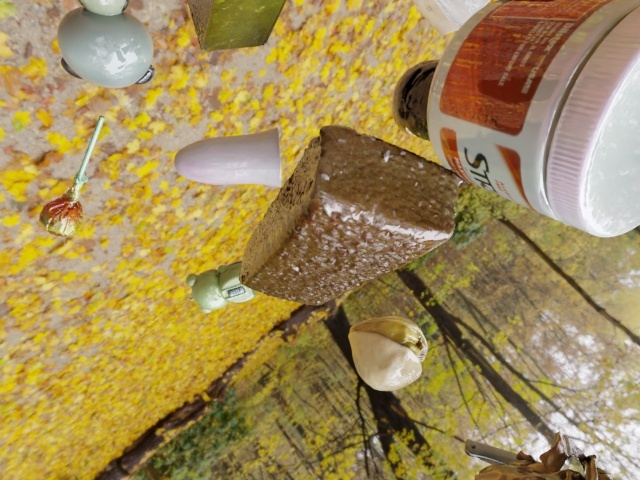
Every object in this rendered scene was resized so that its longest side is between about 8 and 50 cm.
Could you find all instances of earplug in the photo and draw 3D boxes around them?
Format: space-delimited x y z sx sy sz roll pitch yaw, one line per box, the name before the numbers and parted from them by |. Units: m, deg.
earplug | -0.266 -0.229 1.223 0.300 0.173 0.172 -5 161 -7

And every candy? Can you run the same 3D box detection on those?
candy | -0.355 -0.092 0.625 0.201 0.060 0.060 -59 164 15

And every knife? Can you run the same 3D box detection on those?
knife | 0.388 0.465 0.901 0.044 0.162 0.023 -57 147 -42

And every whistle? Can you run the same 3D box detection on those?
whistle | -0.190 0.092 0.948 0.227 0.105 0.085 -19 -152 1

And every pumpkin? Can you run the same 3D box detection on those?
pumpkin | 0.334 -0.338 1.071 0.320 0.320 0.193 -20 124 -61

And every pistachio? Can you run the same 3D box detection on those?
pistachio | 0.114 0.203 0.767 0.201 0.145 0.117 88 24 -65

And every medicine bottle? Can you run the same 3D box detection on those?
medicine bottle | 0.301 -0.164 0.535 0.252 0.241 0.253 -14 121 -24

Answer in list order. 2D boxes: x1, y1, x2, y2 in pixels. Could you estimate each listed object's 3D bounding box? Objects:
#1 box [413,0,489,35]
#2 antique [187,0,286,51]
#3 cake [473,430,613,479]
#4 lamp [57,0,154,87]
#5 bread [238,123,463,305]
box | 0.324 -0.554 0.831 0.274 0.116 0.203 -43 -166 19
antique | -0.073 -0.275 0.408 0.081 0.080 0.220 -18 -178 -23
cake | 0.380 0.496 0.669 0.320 0.333 0.332 -30 166 -13
lamp | -0.475 -0.464 0.944 0.197 0.197 0.244 -30 144 -44
bread | 0.000 0.000 0.600 0.416 0.165 0.113 140 -32 -62
